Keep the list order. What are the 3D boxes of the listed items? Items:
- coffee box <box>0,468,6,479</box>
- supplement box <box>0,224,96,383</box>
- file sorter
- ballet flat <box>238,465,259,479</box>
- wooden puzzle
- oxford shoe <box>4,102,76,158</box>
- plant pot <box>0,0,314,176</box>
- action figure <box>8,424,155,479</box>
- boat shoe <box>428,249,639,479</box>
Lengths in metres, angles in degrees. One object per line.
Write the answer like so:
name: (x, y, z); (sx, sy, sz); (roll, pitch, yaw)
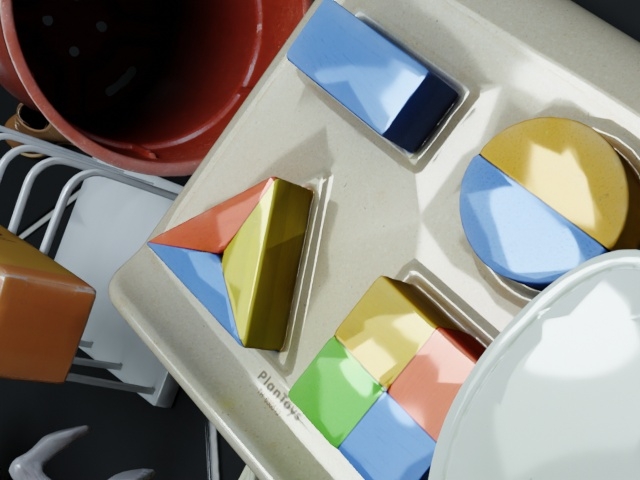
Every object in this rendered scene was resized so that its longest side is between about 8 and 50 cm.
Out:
coffee box: (-0.341, 0.298, 0.847); (0.297, 0.119, 0.168); (-128, 24, -47)
supplement box: (-0.268, 0.030, 0.714); (0.233, 0.078, 0.080); (26, 98, 46)
file sorter: (-0.245, 0.009, 0.883); (0.278, 0.173, 0.192); (22, 92, 48)
ballet flat: (-0.019, 0.155, 0.665); (0.086, 0.086, 0.248); (40, 106, 47)
wooden puzzle: (0.044, -0.010, 0.560); (0.322, 0.080, 0.347); (43, 98, 29)
oxford shoe: (-0.337, -0.145, 1.113); (0.212, 0.076, 0.076); (-2, 76, 48)
plant pot: (-0.189, -0.207, 0.860); (0.265, 0.273, 0.272); (16, 87, 57)
action figure: (-0.175, 0.311, 0.671); (0.341, 0.179, 0.330); (-6, 94, 50)
boat shoe: (0.118, 0.156, 0.475); (0.116, 0.099, 0.319); (23, 99, 33)
